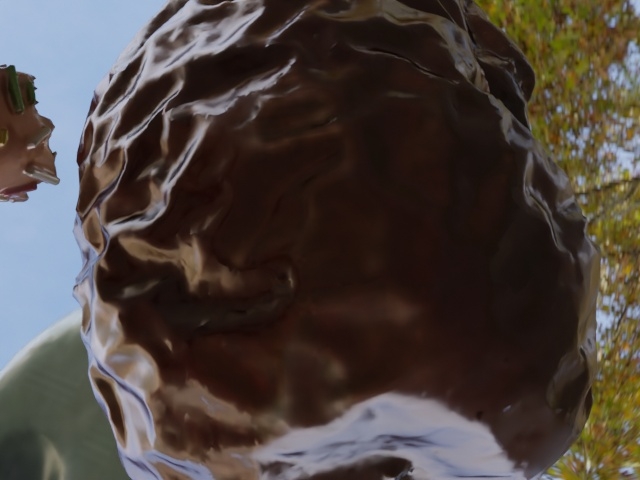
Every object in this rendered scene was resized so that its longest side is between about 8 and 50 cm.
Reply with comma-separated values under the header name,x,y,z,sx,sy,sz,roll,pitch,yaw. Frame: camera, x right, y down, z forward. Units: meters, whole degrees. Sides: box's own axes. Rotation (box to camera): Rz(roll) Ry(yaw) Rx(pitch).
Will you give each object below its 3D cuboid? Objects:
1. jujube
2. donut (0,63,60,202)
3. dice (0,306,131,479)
name,x,y,z,sx,sy,sz,roll,pitch,yaw
jujube,0.000,0.000,0.463,0.213,0.213,0.232,-21,-137,8
donut,-0.205,-0.021,0.535,0.166,0.117,0.065,-39,-110,27
dice,-0.079,0.208,0.788,0.262,0.268,0.265,16,-104,37
